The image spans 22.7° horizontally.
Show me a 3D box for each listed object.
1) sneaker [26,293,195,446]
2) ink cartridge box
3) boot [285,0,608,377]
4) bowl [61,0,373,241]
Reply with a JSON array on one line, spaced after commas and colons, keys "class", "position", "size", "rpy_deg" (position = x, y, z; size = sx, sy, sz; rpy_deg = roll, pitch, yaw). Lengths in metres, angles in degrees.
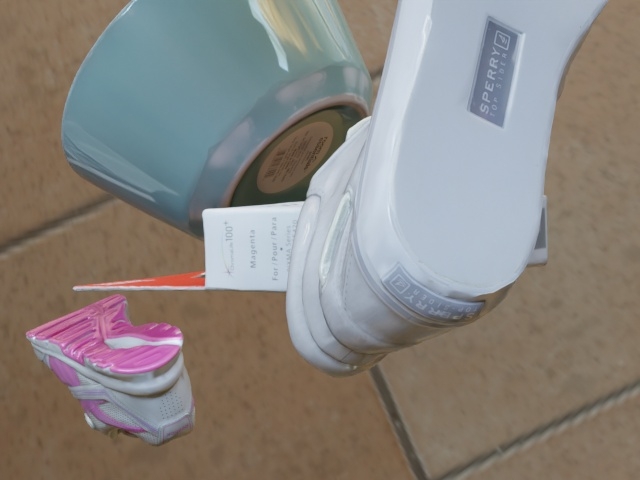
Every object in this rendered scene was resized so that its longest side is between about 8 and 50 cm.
[{"class": "sneaker", "position": [-0.195, 0.128, 1.490], "size": [0.103, 0.252, 0.111], "rpy_deg": [-23, 111, -22]}, {"class": "ink cartridge box", "position": [0.000, 0.000, 1.143], "size": [0.275, 0.239, 0.060], "rpy_deg": [-5, 95, -58]}, {"class": "boot", "position": [0.048, -0.066, 0.680], "size": [0.095, 0.123, 0.258], "rpy_deg": [30, 59, -15]}, {"class": "bowl", "position": [-0.072, -0.116, 1.509], "size": [0.311, 0.163, 0.311], "rpy_deg": [-34, 155, -18]}]
